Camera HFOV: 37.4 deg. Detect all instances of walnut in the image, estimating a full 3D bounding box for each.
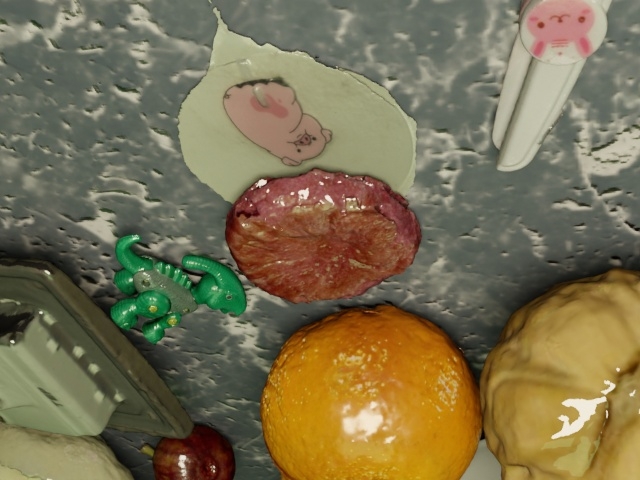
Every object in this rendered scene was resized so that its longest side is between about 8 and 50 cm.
[{"bbox_3d":[0.237,0.128,0.709,0.224,0.257,0.257,22,144,25],"label":"walnut"}]

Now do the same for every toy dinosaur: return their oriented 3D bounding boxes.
[{"bbox_3d":[-0.126,0.036,0.802,0.096,0.059,0.132,-28,133,21],"label":"toy dinosaur"}]

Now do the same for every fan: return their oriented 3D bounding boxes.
[{"bbox_3d":[-0.046,-0.111,0.645,0.182,0.010,0.310,-12,136,22],"label":"fan"}]

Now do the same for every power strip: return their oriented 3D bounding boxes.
[{"bbox_3d":[-0.278,0.113,0.860,0.251,0.092,0.257,-4,136,26],"label":"power strip"}]

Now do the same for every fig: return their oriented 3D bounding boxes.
[{"bbox_3d":[-0.149,0.240,1.022,0.089,0.089,0.125,36,158,-27],"label":"fig"}]

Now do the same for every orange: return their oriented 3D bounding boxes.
[{"bbox_3d":[0.042,0.152,0.814,0.193,0.161,0.193,6,134,7],"label":"orange"}]

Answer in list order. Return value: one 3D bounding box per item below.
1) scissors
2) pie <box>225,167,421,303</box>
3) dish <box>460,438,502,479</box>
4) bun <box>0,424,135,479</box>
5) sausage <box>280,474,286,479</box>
[{"bbox_3d":[0.145,-0.136,0.566,0.118,0.030,0.242,12,137,-2],"label":"scissors"},{"bbox_3d":[0.000,0.000,0.737,0.154,0.038,0.153,3,142,2],"label":"pie"},{"bbox_3d":[0.210,0.211,0.892,0.234,0.064,0.154,-17,152,-9],"label":"dish"},{"bbox_3d":[-0.316,0.296,1.057,0.287,0.146,0.287,8,123,13],"label":"bun"},{"bbox_3d":[0.075,0.266,0.989,0.238,0.098,0.098,8,139,-1],"label":"sausage"}]
